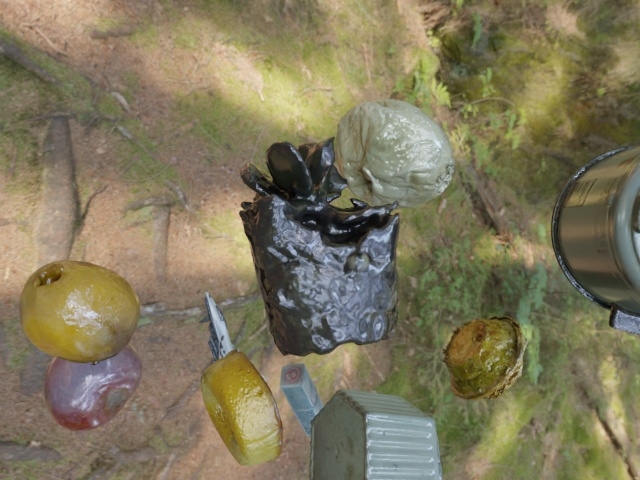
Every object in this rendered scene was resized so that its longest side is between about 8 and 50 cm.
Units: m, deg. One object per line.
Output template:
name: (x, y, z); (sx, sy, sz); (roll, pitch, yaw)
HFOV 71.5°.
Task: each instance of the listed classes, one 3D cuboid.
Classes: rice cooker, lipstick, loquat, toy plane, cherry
rice cooker: (0.443, -0.014, 0.562); (0.227, 0.241, 0.281); (8, 95, -84)
lipstick: (-0.042, 0.474, 1.298); (0.076, 0.077, 0.290); (-87, 164, -51)
loquat: (-0.482, 0.142, 0.905); (0.238, 0.238, 0.193); (57, 30, -31)
toy plane: (-0.208, 0.226, 0.939); (0.234, 0.082, 0.160); (56, 1, 4)
cherry: (-0.588, 0.343, 1.126); (0.206, 0.239, 0.239); (69, 21, -72)

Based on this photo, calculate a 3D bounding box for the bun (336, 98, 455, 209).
bun: (0.114, -0.136, 0.765); (0.134, 0.220, 0.220); (-53, 128, -23)

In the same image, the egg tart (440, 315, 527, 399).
egg tart: (0.337, 0.237, 0.943); (0.090, 0.212, 0.213); (39, 45, -10)

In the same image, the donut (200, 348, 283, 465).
donut: (-0.125, 0.252, 0.664); (0.065, 0.178, 0.162); (-16, 108, -33)

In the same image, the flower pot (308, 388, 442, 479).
flower pot: (0.107, 0.440, 0.933); (0.189, 0.239, 0.209); (16, 31, -27)

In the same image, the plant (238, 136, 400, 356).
plant: (0.000, 0.000, 0.586); (0.199, 0.188, 0.276); (176, -100, -82)
